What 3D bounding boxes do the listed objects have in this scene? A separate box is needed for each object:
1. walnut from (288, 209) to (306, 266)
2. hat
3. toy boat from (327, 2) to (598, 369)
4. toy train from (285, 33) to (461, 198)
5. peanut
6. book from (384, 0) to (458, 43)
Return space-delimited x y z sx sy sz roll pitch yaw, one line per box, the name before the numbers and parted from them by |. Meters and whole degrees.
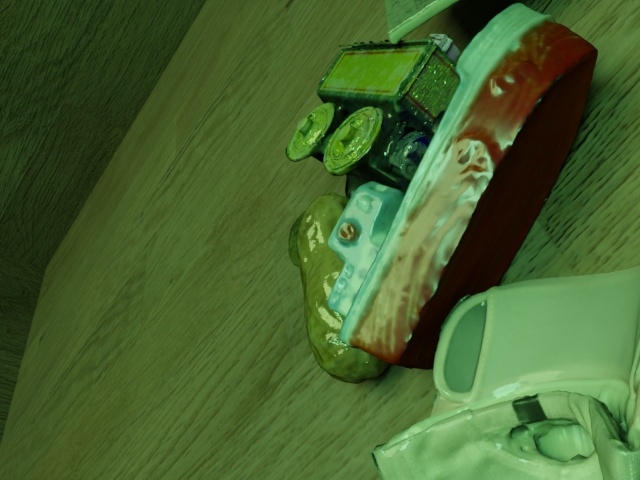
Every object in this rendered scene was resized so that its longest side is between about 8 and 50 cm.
walnut | 0.000 0.000 0.826 0.092 0.092 0.092 -40 36 38
hat | 0.168 0.121 0.450 0.226 0.164 0.219 -34 7 -32
toy boat | 0.114 -0.054 0.576 0.133 0.145 0.332 32 95 35
toy train | 0.072 -0.129 0.757 0.177 0.134 0.261 -57 28 -3
peanut | 0.027 0.043 0.704 0.108 0.095 0.226 103 163 -51
book | 0.199 -0.341 0.697 0.310 0.021 0.217 -30 30 24
